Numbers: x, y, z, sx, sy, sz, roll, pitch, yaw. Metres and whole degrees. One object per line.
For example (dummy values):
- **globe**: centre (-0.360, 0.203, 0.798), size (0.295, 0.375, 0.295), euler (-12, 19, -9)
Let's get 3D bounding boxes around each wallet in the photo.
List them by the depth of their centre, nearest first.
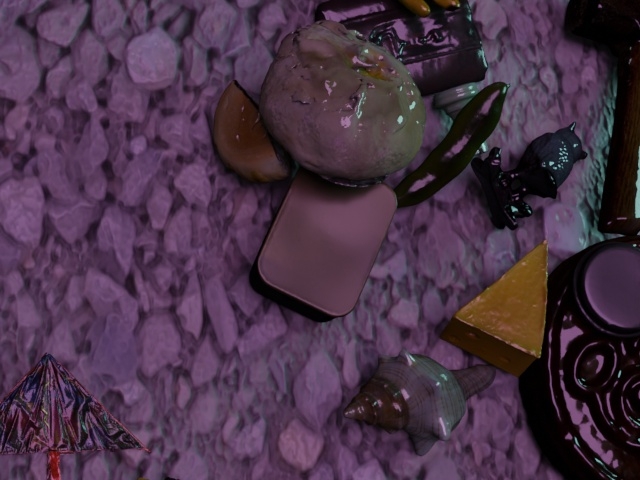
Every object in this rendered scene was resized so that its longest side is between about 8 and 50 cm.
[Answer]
- **wallet**: centre (0.120, -0.293, 1.568), size (0.229, 0.049, 0.182), euler (-18, 84, -17)

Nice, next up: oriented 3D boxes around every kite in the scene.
- **kite**: centre (-0.326, 0.231, 1.328), size (0.232, 0.009, 0.189), euler (-1, 76, -16)

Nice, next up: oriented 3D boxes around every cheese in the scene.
- **cheese**: centre (0.263, 0.079, 1.484), size (0.126, 0.093, 0.171), euler (27, 67, 5)

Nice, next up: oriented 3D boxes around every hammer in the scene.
- **hammer**: centre (0.472, -0.192, 1.596), size (0.242, 0.095, 0.409), euler (17, 66, -11)

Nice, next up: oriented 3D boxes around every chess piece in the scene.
- **chess piece**: centre (0.208, -0.171, 1.556), size (0.067, 0.067, 0.103), euler (-18, 91, -19)

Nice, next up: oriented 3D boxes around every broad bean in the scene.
- **broad bean**: centre (0.182, -0.124, 1.507), size (0.065, 0.046, 0.254), euler (43, 93, -17)

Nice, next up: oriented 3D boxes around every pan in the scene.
- **pan**: centre (0.462, 0.072, 1.483), size (0.235, 0.028, 0.136), euler (8, 74, -10)

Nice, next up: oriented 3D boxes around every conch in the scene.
- **conch**: centre (0.137, 0.217, 1.411), size (0.233, 0.114, 0.137), euler (12, 86, -18)

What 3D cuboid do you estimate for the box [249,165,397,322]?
- **box**: centre (0.000, 0.000, 1.436), size (0.144, 0.090, 0.201), euler (26, 71, -8)

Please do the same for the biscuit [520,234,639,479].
- **biscuit**: centre (0.477, 0.188, 1.523), size (0.407, 0.091, 0.408), euler (4, 75, -16)

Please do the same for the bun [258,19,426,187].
- **bun**: centre (0.038, -0.190, 1.405), size (0.239, 0.141, 0.239), euler (19, 43, -18)

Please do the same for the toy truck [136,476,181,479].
- **toy truck**: centre (-0.118, 0.389, 1.293), size (0.285, 0.111, 0.136), euler (29, 69, -10)

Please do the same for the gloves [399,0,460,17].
- **gloves**: centre (0.110, -0.448, 1.557), size (0.133, 0.116, 0.294), euler (-39, 85, -17)

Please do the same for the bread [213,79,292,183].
- **bread**: centre (-0.094, -0.132, 1.446), size (0.094, 0.083, 0.157), euler (-44, 64, -1)

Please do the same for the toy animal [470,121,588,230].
- **toy animal**: centre (0.323, -0.113, 1.534), size (0.210, 0.117, 0.121), euler (-35, 106, -25)
